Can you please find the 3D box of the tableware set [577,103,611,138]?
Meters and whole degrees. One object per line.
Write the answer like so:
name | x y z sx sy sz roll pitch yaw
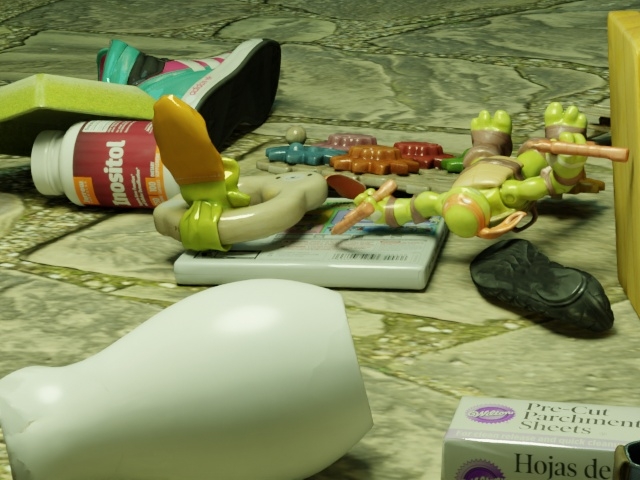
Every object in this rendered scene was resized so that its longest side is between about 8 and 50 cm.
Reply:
tableware set | 0.370 -0.111 1.614 0.194 0.039 0.128 10 9 18

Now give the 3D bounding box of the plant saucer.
plant saucer | -0.277 -0.129 1.576 0.188 0.045 0.188 -13 -10 39

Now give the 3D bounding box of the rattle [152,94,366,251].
rattle | -0.054 -0.076 1.340 0.200 0.142 0.130 -21 6 -30

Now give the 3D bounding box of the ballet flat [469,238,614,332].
ballet flat | 0.167 0.037 1.200 0.057 0.049 0.173 -43 24 -7

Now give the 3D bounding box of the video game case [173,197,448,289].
video game case | 0.000 0.000 1.348 0.213 0.023 0.193 1 18 12

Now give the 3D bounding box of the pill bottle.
pill bottle | -0.200 -0.074 1.503 0.152 0.086 0.086 1 19 15

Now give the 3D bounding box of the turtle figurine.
turtle figurine | 0.158 -0.051 1.289 0.270 0.087 0.217 -18 14 32

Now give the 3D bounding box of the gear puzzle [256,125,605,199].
gear puzzle | 0.111 -0.076 1.486 0.339 0.044 0.175 10 12 33

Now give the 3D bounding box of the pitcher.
pitcher | -0.078 0.094 0.944 0.207 0.125 0.178 -14 3 1

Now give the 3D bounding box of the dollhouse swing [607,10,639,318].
dollhouse swing | 0.408 -0.065 1.099 0.347 0.315 0.305 -2 -3 1

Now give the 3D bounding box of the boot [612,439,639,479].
boot | 0.236 0.145 0.736 0.219 0.106 0.082 -5 18 -5

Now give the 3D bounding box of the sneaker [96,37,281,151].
sneaker | -0.167 -0.173 1.760 0.179 0.123 0.295 13 23 16

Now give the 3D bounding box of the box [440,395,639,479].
box | 0.230 0.135 0.838 0.324 0.063 0.067 3 16 15
